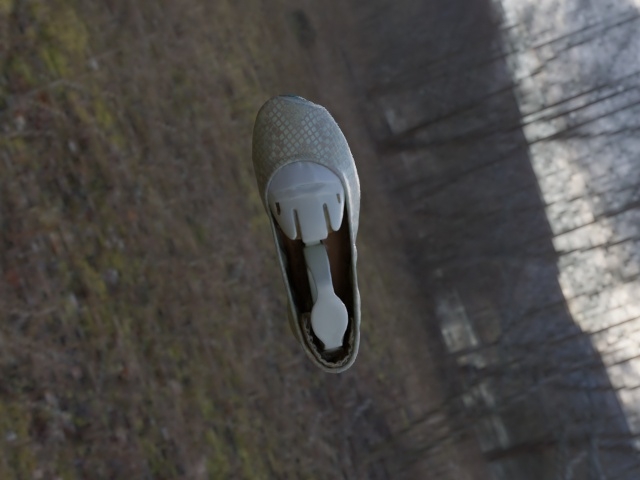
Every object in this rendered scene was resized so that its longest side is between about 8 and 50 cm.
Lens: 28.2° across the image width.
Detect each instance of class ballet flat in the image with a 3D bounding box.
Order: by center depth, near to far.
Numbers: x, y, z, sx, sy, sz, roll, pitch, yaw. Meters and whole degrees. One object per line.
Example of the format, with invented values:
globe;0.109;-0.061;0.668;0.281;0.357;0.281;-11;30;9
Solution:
ballet flat;0.000;0.000;0.713;0.052;0.057;0.168;-104;-179;-60
